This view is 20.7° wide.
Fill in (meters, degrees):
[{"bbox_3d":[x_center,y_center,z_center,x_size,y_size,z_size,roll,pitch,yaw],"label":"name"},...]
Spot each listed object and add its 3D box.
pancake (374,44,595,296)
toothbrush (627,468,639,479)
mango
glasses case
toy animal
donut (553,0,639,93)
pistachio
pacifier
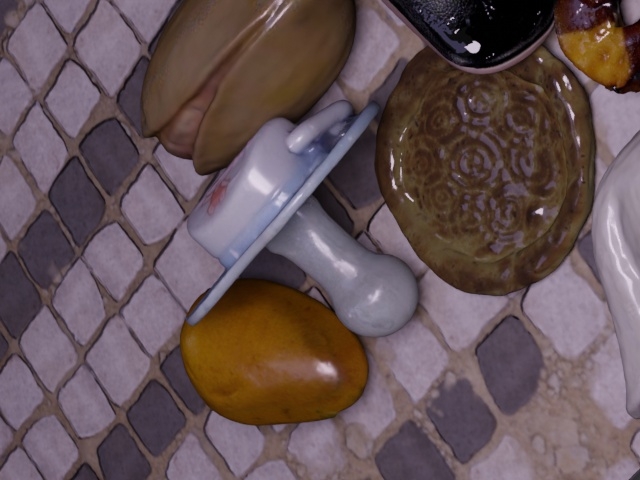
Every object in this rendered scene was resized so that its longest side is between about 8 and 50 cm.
[{"bbox_3d":[0.146,-0.075,1.615,0.250,0.031,0.250,9,105,39],"label":"pancake"},{"bbox_3d":[0.259,0.247,1.571,0.297,0.030,0.030,-61,34,30],"label":"toothbrush"},{"bbox_3d":[-0.047,0.119,1.758,0.227,0.109,0.147,19,86,37],"label":"mango"},{"bbox_3d":[0.085,-0.273,1.580,0.122,0.075,0.314,-38,66,-9],"label":"glasses case"},{"bbox_3d":[0.330,0.016,1.364,0.271,0.206,0.265,-26,83,42],"label":"toy animal"},{"bbox_3d":[0.266,-0.195,1.478,0.140,0.059,0.140,8,102,39],"label":"donut"},{"bbox_3d":[-0.070,-0.180,1.683,0.162,0.181,0.293,43,131,-7],"label":"pistachio"},{"bbox_3d":[0.000,0.000,1.658,0.226,0.238,0.287,44,124,-1],"label":"pacifier"}]
